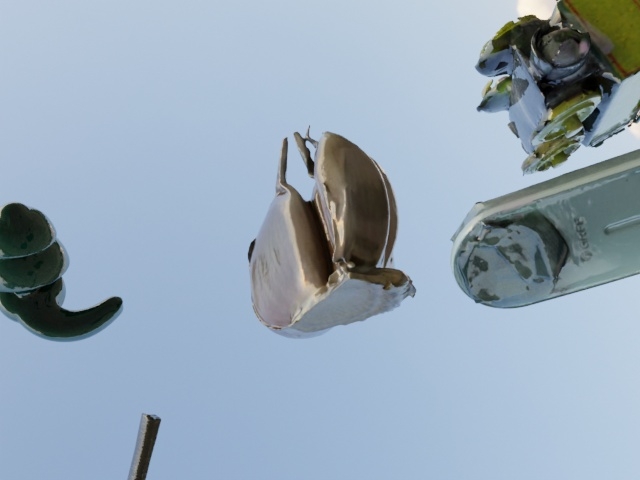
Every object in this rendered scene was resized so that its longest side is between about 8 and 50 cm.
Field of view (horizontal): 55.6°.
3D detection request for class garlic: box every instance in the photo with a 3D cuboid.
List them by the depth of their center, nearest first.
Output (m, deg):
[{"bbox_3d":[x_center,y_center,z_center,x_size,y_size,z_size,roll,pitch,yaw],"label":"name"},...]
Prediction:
[{"bbox_3d":[0.000,0.000,0.758,0.210,0.237,0.292,-14,-137,-3],"label":"garlic"}]

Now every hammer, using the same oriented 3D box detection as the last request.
[{"bbox_3d":[-0.290,0.400,0.914,0.125,0.297,0.027,16,-177,39],"label":"hammer"}]

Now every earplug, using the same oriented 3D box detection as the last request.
[{"bbox_3d":[-0.546,0.060,1.182,0.257,0.280,0.164,12,-147,28],"label":"earplug"}]

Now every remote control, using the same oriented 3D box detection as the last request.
[{"bbox_3d":[0.225,-0.014,0.490,0.052,0.247,0.104,-87,-24,-58],"label":"remote control"}]

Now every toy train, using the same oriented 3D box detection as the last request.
[{"bbox_3d":[0.281,-0.180,0.689,0.134,0.177,0.261,60,-172,16],"label":"toy train"}]
